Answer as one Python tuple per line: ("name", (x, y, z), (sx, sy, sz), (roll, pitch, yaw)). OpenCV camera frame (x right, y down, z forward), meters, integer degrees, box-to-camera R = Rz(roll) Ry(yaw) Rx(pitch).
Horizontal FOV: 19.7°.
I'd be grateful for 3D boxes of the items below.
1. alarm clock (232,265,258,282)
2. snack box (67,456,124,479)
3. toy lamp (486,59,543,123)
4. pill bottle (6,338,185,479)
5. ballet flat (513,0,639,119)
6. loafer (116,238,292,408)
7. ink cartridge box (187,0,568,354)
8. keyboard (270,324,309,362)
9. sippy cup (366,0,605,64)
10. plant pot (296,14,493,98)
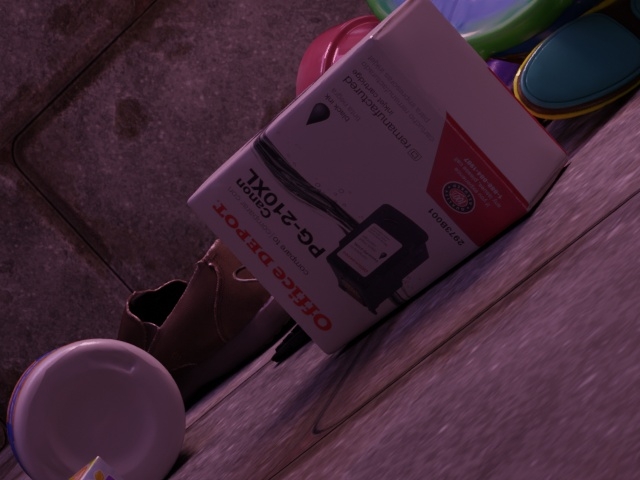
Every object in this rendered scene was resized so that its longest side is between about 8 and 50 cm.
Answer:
("alarm clock", (0.000, 0.000, 1.671), (0.192, 0.064, 0.129), (-25, 31, -31))
("snack box", (-0.225, 0.266, 1.312), (0.207, 0.070, 0.174), (-37, 13, 44))
("toy lamp", (0.207, -0.166, 1.753), (0.080, 0.080, 0.275), (-39, 3, 38))
("pill bottle", (-0.217, 0.170, 1.726), (0.152, 0.152, 0.272), (-43, 5, -12))
("ballet flat", (0.243, -0.158, 1.461), (0.231, 0.077, 0.077), (-41, -17, -17))
("loafer", (-0.158, 0.103, 1.984), (0.366, 0.130, 0.134), (-39, 5, 37))
("ink cartridge box", (0.040, -0.045, 1.403), (0.237, 0.172, 0.100), (-39, 6, 39))
("keyboard", (0.014, 0.037, 1.733), (0.100, 0.038, 0.192), (-39, 7, 38))
("sippy cup", (0.183, -0.247, 1.569), (0.305, 0.240, 0.224), (-50, -34, 18))
("plant pot", (0.103, -0.179, 2.162), (0.180, 0.201, 0.201), (-13, 25, 48))
